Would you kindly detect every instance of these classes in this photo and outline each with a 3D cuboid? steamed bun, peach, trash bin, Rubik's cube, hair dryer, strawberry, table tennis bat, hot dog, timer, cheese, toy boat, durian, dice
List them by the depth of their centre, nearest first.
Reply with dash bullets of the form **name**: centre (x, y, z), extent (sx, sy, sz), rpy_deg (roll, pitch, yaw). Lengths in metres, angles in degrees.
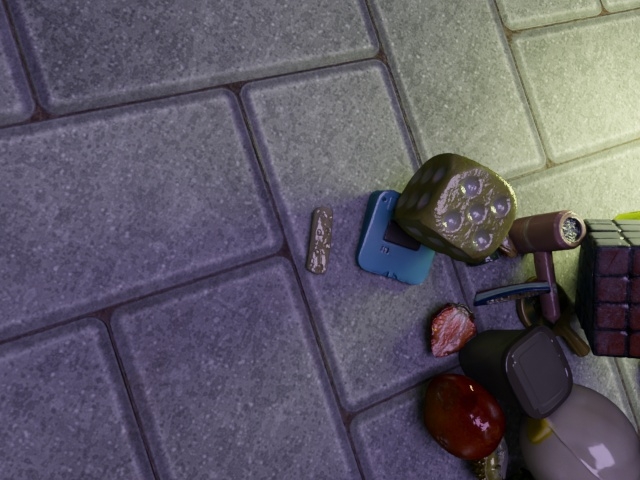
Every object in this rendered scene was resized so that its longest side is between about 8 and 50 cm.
- **dice**: centre (0.362, -0.087, 1.328), extent (0.233, 0.238, 0.226), rpy_deg (31, 87, -16)
- **peach**: centre (0.401, 0.485, 1.368), extent (0.200, 0.243, 0.243), rpy_deg (-19, 89, -26)
- **cheese**: centre (0.000, 0.000, 1.391), extent (0.065, 0.043, 0.193), rpy_deg (11, 79, -16)
- **steamed bun**: centre (0.738, 0.580, 1.408), extent (0.334, 0.374, 0.333), rpy_deg (-2, 86, 26)
- **trash bin**: centre (0.556, 0.365, 1.423), extent (0.220, 0.250, 0.219), rpy_deg (-26, 92, -20)
- **Rubik's cube**: centre (0.964, 0.129, 1.440), extent (0.344, 0.337, 0.344), rpy_deg (2, 106, 21)
- **durian**: centre (0.495, 0.622, 1.446), extent (0.147, 0.103, 0.207), rpy_deg (32, 68, -42)
- **timer**: centre (0.232, -0.009, 1.469), extent (0.232, 0.091, 0.249), rpy_deg (18, 89, -17)
- **strawberry**: centre (0.386, 0.270, 1.470), extent (0.147, 0.082, 0.187), rpy_deg (36, 80, -6)
- **toy boat**: centre (0.591, 0.164, 1.520), extent (0.229, 0.080, 0.045), rpy_deg (-13, 67, 19)
- **hair dryer**: centre (0.727, 0.088, 1.539), extent (0.126, 0.210, 0.351), rpy_deg (-7, 88, -21)
- **hot dog**: centre (0.575, -0.014, 1.575), extent (0.078, 0.061, 0.168), rpy_deg (-28, 95, -62)
- **table tennis bat**: centre (0.778, 0.259, 1.624), extent (0.198, 0.050, 0.320), rpy_deg (-43, 93, -20)

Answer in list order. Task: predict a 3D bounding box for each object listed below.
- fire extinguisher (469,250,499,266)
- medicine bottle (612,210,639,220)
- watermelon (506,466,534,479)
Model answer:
- **fire extinguisher**: centre (0.461, -0.066, 1.530), extent (0.093, 0.118, 0.294), rpy_deg (-20, 90, -55)
- **medicine bottle**: centre (1.066, 0.013, 1.698), extent (0.250, 0.141, 0.137), rpy_deg (-35, 97, -19)
- **watermelon**: centre (0.538, 0.794, 1.415), extent (0.128, 0.159, 0.303), rpy_deg (36, 75, -7)
